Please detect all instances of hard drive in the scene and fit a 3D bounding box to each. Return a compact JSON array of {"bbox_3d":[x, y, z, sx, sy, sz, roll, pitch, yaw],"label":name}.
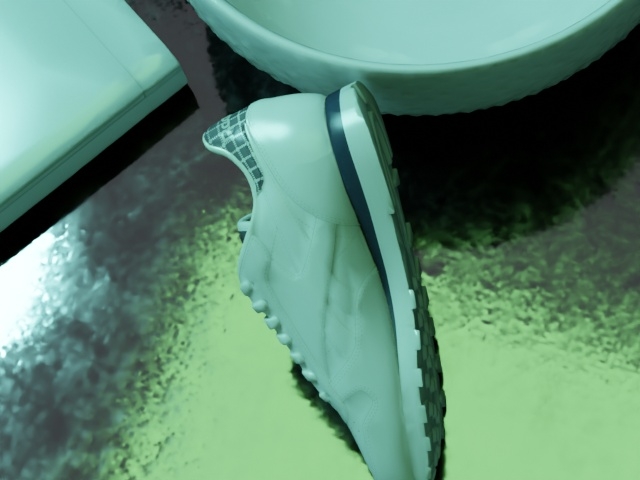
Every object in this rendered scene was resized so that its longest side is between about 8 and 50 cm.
[{"bbox_3d":[-0.265,-0.077,1.042,0.307,0.040,0.203,-39,69,-8],"label":"hard drive"}]

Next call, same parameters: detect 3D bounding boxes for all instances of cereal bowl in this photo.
[{"bbox_3d":[0.063,-0.220,0.996,0.339,0.141,0.339,-2,70,7],"label":"cereal bowl"}]

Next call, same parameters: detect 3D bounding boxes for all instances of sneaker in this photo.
[{"bbox_3d":[0.009,0.033,0.907,0.095,0.090,0.235,-13,100,7],"label":"sneaker"}]

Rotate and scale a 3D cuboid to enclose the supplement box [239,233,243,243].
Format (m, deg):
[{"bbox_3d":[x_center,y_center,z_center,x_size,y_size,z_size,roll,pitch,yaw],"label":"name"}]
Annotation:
[{"bbox_3d":[0.000,0.000,0.961,0.083,0.055,0.043,-26,104,-2],"label":"supplement box"}]
